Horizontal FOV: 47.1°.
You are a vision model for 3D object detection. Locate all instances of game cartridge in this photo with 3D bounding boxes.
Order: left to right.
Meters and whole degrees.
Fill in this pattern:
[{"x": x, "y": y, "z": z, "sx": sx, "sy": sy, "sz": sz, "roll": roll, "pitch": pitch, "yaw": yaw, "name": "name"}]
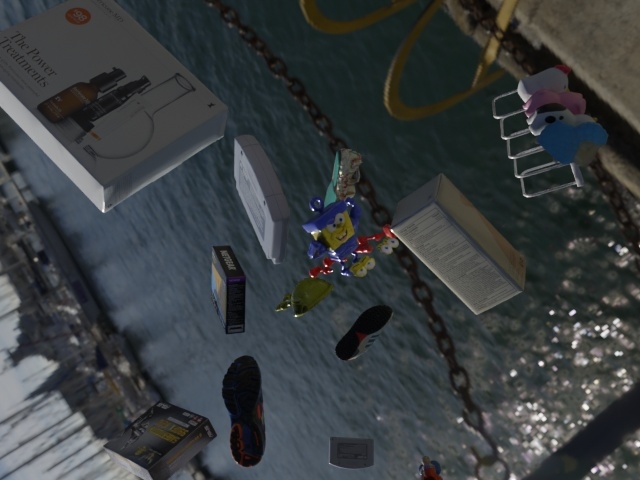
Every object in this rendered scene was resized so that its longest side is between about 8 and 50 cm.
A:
[{"x": -0.146, "y": -0.112, "z": 1.807, "sx": 0.198, "sy": 0.062, "sz": 0.297, "roll": 104, "pitch": 147, "yaw": -48, "name": "game cartridge"}, {"x": 0.056, "y": 0.388, "z": 1.337, "sx": 0.017, "sy": 0.083, "sz": 0.055, "roll": 117, "pitch": 157, "yaw": -64, "name": "game cartridge"}]

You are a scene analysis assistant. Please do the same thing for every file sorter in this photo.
[{"x": 0.618, "y": -0.290, "z": 2.093, "sx": 0.277, "sy": 0.173, "sz": 0.192, "roll": 63, "pitch": -158, "yaw": -23, "name": "file sorter"}]

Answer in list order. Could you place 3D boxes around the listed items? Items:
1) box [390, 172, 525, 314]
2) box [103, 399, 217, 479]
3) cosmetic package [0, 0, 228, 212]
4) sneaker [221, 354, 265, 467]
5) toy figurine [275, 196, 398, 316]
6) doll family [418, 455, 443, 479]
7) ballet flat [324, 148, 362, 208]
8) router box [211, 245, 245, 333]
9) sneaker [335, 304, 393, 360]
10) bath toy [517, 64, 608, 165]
[{"x": 0.322, "y": 0.011, "z": 1.702, "sx": 0.148, "sy": 0.121, "sz": 0.311, "roll": -33, "pitch": 110, "yaw": 35, "name": "box"}, {"x": -0.385, "y": 0.477, "z": 1.750, "sx": 0.231, "sy": 0.183, "sz": 0.056, "roll": 3, "pitch": 122, "yaw": 49, "name": "box"}, {"x": -0.401, "y": -0.270, "z": 1.344, "sx": 0.377, "sy": 0.284, "sz": 0.097, "roll": 43, "pitch": 148, "yaw": 12, "name": "cosmetic package"}, {"x": -0.151, "y": 0.344, "z": 1.486, "sx": 0.087, "sy": 0.083, "sz": 0.221, "roll": 75, "pitch": -168, "yaw": -73, "name": "sneaker"}, {"x": 0.000, "y": 0.000, "z": 1.831, "sx": 0.191, "sy": 0.363, "sz": 0.217, "roll": 4, "pitch": 126, "yaw": 56, "name": "toy figurine"}, {"x": 0.139, "y": 0.446, "z": 1.039, "sx": 0.163, "sy": 0.119, "sz": 0.262, "roll": 39, "pitch": -142, "yaw": -84, "name": "doll family"}, {"x": 0.067, "y": -0.157, "z": 2.042, "sx": 0.241, "sy": 0.077, "sz": 0.091, "roll": 105, "pitch": 162, "yaw": -51, "name": "ballet flat"}, {"x": -0.202, "y": 0.103, "z": 1.596, "sx": 0.179, "sy": 0.046, "sz": 0.133, "roll": -131, "pitch": 41, "yaw": -62, "name": "router box"}, {"x": 0.102, "y": 0.208, "z": 1.656, "sx": 0.057, "sy": 0.161, "sz": 0.075, "roll": 44, "pitch": -177, "yaw": 20, "name": "sneaker"}, {"x": 0.553, "y": -0.299, "z": 1.684, "sx": 0.151, "sy": 0.129, "sz": 0.348, "roll": 37, "pitch": -151, "yaw": -20, "name": "bath toy"}]
